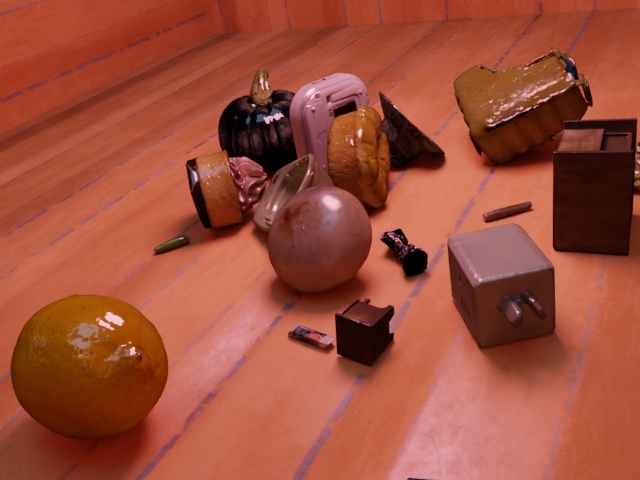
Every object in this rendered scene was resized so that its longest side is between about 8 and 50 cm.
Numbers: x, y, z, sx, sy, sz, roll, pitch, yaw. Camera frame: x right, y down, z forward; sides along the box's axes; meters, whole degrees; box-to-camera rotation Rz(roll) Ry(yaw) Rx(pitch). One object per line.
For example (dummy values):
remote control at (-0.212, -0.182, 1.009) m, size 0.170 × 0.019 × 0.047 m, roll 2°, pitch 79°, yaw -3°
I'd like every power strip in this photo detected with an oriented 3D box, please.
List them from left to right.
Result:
power strip at (0.313, 0.088, 1.122) m, size 0.139 × 0.140 × 0.224 m, roll -11°, pitch 30°, yaw -1°

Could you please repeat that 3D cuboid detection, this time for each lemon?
lemon at (-0.369, 0.200, 1.064) m, size 0.236 × 0.236 × 0.263 m, roll -21°, pitch 15°, yaw -17°

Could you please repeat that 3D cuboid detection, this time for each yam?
yam at (0.416, -0.066, 1.479) m, size 0.116 × 0.021 × 0.021 m, roll -16°, pitch 29°, yaw -6°

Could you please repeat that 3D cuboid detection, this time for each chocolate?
chocolate at (0.169, 0.019, 1.383) m, size 0.070 × 0.072 × 0.147 m, roll -55°, pitch 24°, yaw 5°

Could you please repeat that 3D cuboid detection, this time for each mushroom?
mushroom at (0.000, 0.000, 1.357) m, size 0.226 × 0.178 × 0.226 m, roll -8°, pitch 70°, yaw 23°

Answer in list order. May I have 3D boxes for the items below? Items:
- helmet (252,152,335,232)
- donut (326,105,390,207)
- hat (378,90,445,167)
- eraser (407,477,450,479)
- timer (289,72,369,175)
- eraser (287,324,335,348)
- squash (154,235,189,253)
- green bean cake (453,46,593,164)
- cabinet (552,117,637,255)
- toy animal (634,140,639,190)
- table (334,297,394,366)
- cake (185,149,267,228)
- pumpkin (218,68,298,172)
helmet at (-0.037, -0.084, 1.557) m, size 0.204 × 0.137 × 0.257 m, roll -64°, pitch 21°, yaw -13°
donut at (0.094, -0.209, 1.636) m, size 0.128 × 0.208 × 0.261 m, roll -9°, pitch 39°, yaw 16°
hat at (0.210, -0.275, 1.800) m, size 0.128 × 0.265 × 0.265 m, roll -48°, pitch 29°, yaw 10°
eraser at (0.148, 0.360, 0.813) m, size 0.103 × 0.023 × 0.150 m, roll -2°, pitch 31°, yaw 17°
timer at (0.038, -0.308, 1.790) m, size 0.237 × 0.262 × 0.087 m, roll -26°, pitch 33°, yaw -25°
eraser at (-0.018, 0.173, 1.206) m, size 0.099 × 0.019 × 0.027 m, roll 15°, pitch 38°, yaw 37°
squash at (-0.360, 0.009, 1.611) m, size 0.089 × 0.027 × 0.027 m, roll -23°, pitch 31°, yaw -18°
green bean cake at (0.527, -0.362, 1.728) m, size 0.310 × 0.202 × 0.285 m, roll -24°, pitch 46°, yaw 23°
cabinet at (0.539, -0.111, 1.316) m, size 0.148 × 0.215 × 0.175 m, roll 4°, pitch 32°, yaw 26°
toy animal at (0.727, -0.157, 1.487) m, size 0.181 × 0.073 × 0.136 m, roll -23°, pitch 38°, yaw -27°
table at (0.078, 0.153, 1.148) m, size 0.070 × 0.083 × 0.082 m, roll 15°, pitch 31°, yaw 33°
cake at (-0.219, -0.132, 1.642) m, size 0.178 × 0.185 × 0.208 m, roll -14°, pitch 6°, yaw 4°
pumpkin at (-0.157, -0.341, 1.909) m, size 0.295 × 0.296 × 0.296 m, roll -8°, pitch 29°, yaw 5°
